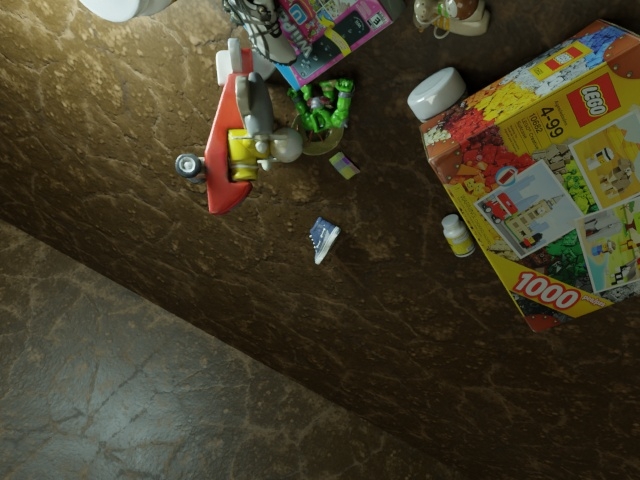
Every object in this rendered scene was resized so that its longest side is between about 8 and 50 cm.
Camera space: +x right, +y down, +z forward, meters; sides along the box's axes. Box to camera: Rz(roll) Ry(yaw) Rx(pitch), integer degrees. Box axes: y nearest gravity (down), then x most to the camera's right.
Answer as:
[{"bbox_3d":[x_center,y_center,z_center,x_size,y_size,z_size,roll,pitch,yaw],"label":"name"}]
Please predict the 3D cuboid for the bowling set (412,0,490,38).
[{"bbox_3d":[0.217,-0.467,0.846,0.154,0.200,0.287,16,137,21],"label":"bowling set"}]

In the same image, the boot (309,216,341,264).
[{"bbox_3d":[0.000,0.000,1.644,0.086,0.069,0.190,35,136,6],"label":"boot"}]

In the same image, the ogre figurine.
[{"bbox_3d":[0.002,-0.334,1.209,0.197,0.097,0.118,-2,109,22],"label":"ogre figurine"}]

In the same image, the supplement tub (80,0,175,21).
[{"bbox_3d":[-0.343,-0.596,0.969,0.228,0.316,0.228,19,142,15],"label":"supplement tub"}]

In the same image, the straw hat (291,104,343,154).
[{"bbox_3d":[-0.004,-0.290,1.300,0.144,0.144,0.061,21,-176,12],"label":"straw hat"}]

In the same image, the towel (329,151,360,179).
[{"bbox_3d":[0.068,-0.213,1.388,0.083,0.009,0.060,43,142,-15],"label":"towel"}]

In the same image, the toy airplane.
[{"bbox_3d":[-0.166,-0.288,1.205,0.272,0.386,0.384,17,133,-4],"label":"toy airplane"}]

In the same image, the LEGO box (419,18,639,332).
[{"bbox_3d":[0.487,-0.099,0.978,0.372,0.193,0.500,-29,117,22],"label":"LEGO box"}]

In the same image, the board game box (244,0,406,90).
[{"bbox_3d":[-0.008,-0.494,1.045,0.303,0.097,0.224,-19,121,47],"label":"board game box"}]

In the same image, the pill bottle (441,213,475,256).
[{"bbox_3d":[0.383,-0.015,1.356,0.065,0.065,0.116,-8,128,40],"label":"pill bottle"}]

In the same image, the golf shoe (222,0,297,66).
[{"bbox_3d":[-0.115,-0.456,1.020,0.198,0.077,0.094,42,142,-15],"label":"golf shoe"}]

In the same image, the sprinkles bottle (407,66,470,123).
[{"bbox_3d":[0.342,-0.213,1.107,0.121,0.121,0.355,-17,122,45],"label":"sprinkles bottle"}]
